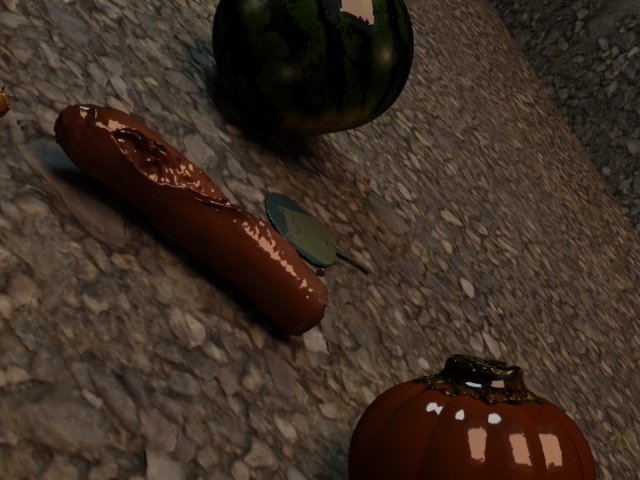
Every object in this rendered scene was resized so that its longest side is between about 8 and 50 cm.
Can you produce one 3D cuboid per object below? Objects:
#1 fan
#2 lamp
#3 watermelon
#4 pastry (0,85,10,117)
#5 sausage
[{"bbox_3d":[0.000,0.000,1.295,0.175,0.005,0.113,31,28,-32],"label":"fan"},{"bbox_3d":[0.133,0.204,0.957,0.223,0.223,0.197,7,90,-57],"label":"lamp"},{"bbox_3d":[-0.009,-0.257,1.388,0.269,0.269,0.269,38,25,-21],"label":"watermelon"},{"bbox_3d":[-0.329,-0.153,0.904,0.140,0.056,0.080,54,30,-2],"label":"pastry"},{"bbox_3d":[-0.119,-0.024,1.035,0.326,0.079,0.087,40,9,-20],"label":"sausage"}]
